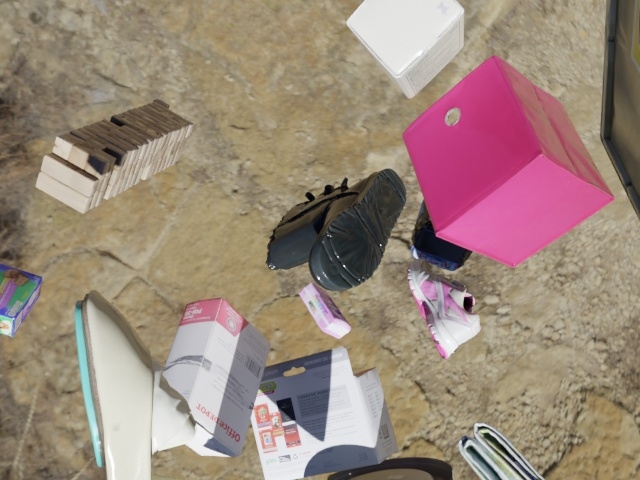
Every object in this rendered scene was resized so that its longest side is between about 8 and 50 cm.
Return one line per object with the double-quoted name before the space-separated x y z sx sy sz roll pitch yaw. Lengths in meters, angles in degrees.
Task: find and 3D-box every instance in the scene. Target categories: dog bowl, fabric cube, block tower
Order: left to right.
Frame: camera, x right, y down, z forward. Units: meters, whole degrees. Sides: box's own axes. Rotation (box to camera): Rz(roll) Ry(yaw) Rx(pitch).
"block tower" -0.334 -0.154 1.230 0.097 0.335 0.091 30 117 3
"dog bowl" 0.140 0.594 1.622 0.348 0.349 0.102 -12 88 25
"fabric cube" 0.353 -0.144 1.394 0.254 0.259 0.258 -39 47 33

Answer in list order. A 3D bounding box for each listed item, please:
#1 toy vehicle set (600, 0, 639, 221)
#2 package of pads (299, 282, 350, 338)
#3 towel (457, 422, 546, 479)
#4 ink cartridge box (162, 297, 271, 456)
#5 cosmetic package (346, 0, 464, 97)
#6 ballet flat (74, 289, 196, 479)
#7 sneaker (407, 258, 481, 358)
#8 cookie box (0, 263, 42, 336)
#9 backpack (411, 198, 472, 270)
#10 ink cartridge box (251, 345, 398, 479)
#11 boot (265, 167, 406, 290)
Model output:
"toy vehicle set" 0.184 -0.092 0.347 0.035 0.267 0.166 -13 50 9
"package of pads" 0.007 0.105 1.071 0.032 0.050 0.083 -43 50 9
"towel" 0.406 0.506 1.306 0.090 0.374 0.320 -38 51 -2
"ink cartridge box" -0.237 0.301 1.575 0.117 0.207 0.283 -10 47 29
"cosmetic package" 0.157 -0.359 1.258 0.153 0.296 0.129 -43 86 10
"ballet flat" -0.121 0.156 0.494 0.086 0.086 0.248 -3 90 25
"sneaker" 0.260 0.128 1.502 0.111 0.103 0.252 -24 45 4
"cookie box" -0.447 0.072 0.970 0.107 0.092 0.040 18 125 -6
"backpack" 0.308 -0.027 1.819 0.158 0.173 0.117 18 125 -8
"ink cartridge box" -0.006 0.406 1.709 0.309 0.130 0.272 -18 82 26
"boot" 0.000 0.000 0.496 0.099 0.121 0.045 -20 115 41
